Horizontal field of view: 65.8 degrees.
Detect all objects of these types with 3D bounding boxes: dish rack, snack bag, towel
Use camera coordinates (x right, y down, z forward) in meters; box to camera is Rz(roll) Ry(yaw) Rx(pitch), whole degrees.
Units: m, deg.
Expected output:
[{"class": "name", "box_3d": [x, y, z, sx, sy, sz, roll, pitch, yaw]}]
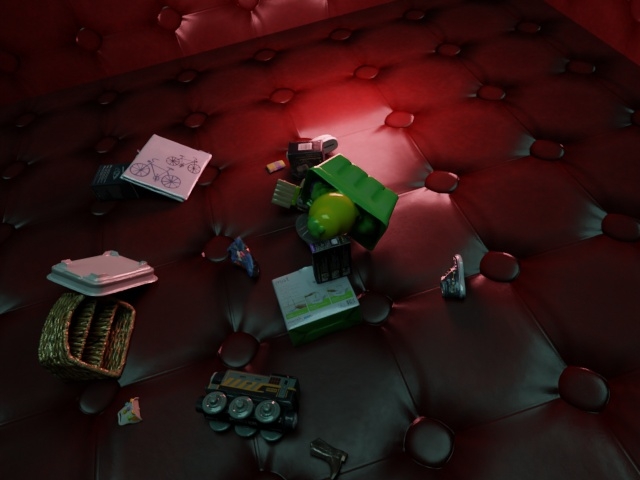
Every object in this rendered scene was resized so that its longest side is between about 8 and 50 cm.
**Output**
[{"class": "dish rack", "box_3d": [-0.829, 0.115, 1.905, 0.285, 0.072, 0.333, 16, 15, 22]}, {"class": "snack bag", "box_3d": [-0.733, -0.357, 2.378, 0.322, 0.037, 0.343, 19, 50, -3]}, {"class": "towel", "box_3d": [-0.214, -0.355, 2.371, 0.083, 0.009, 0.060, -23, 49, -11]}]

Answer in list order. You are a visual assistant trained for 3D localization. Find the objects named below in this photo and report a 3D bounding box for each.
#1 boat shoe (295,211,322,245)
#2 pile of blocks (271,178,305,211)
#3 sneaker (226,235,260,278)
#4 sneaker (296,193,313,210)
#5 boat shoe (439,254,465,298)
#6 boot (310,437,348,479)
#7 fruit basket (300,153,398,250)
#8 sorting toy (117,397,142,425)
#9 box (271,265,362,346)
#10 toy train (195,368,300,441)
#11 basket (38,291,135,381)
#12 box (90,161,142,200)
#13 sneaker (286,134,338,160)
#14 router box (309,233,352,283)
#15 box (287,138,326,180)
[{"class": "boat shoe", "box_3d": [0.003, -0.001, 1.977, 0.118, 0.103, 0.320, -37, 47, -7]}, {"class": "pile of blocks", "box_3d": [-0.039, -0.206, 2.166, 0.361, 0.149, 0.112, -6, 5, -7]}, {"class": "sneaker", "box_3d": [-0.307, 0.081, 1.975, 0.087, 0.083, 0.221, -35, 46, -3]}, {"class": "sneaker", "box_3d": [0.033, -0.148, 2.067, 0.267, 0.106, 0.101, 0, 68, -1]}, {"class": "boat shoe", "box_3d": [0.474, 0.127, 1.792, 0.083, 0.065, 0.183, 0, 50, 8]}, {"class": "boot", "box_3d": [0.009, 0.642, 1.448, 0.114, 0.037, 0.106, 20, 42, 21]}, {"class": "fruit basket", "box_3d": [0.070, -0.103, 1.851, 0.391, 0.283, 0.392, 4, 65, -9]}, {"class": "sorting toy", "box_3d": [-0.636, 0.569, 1.632, 0.075, 0.045, 0.083, -34, 50, 6]}, {"class": "box", "box_3d": [-0.015, 0.214, 1.764, 0.261, 0.127, 0.231, -19, 48, -6]}, {"class": "toy train", "box_3d": [-0.219, 0.503, 1.554, 0.333, 0.142, 0.190, 4, 38, 16]}, {"class": "basket", "box_3d": [-0.822, 0.323, 1.757, 0.222, 0.214, 0.299, -6, 49, 6]}, {"class": "box", "box_3d": [-0.966, -0.283, 2.378, 0.207, 0.108, 0.153, -3, 49, 7]}, {"class": "sneaker", "box_3d": [-0.043, -0.436, 2.371, 0.258, 0.094, 0.091, -17, 28, -8]}, {"class": "router box", "box_3d": [0.038, 0.065, 1.685, 0.133, 0.179, 0.046, -15, 50, -7]}, {"class": "box", "box_3d": [-0.058, -0.365, 2.251, 0.155, 0.158, 0.093, -4, 48, 7]}]
